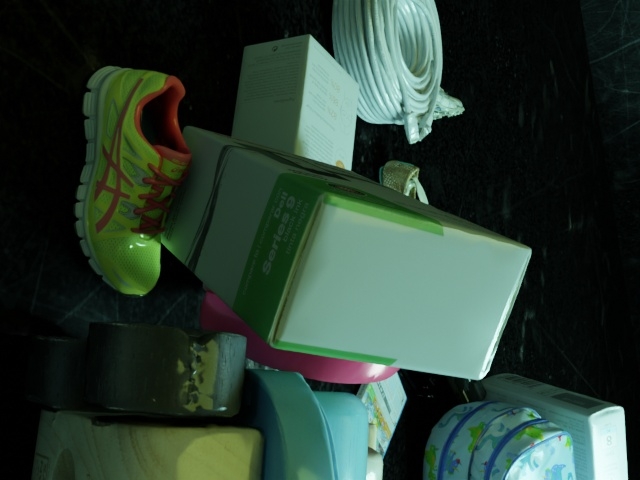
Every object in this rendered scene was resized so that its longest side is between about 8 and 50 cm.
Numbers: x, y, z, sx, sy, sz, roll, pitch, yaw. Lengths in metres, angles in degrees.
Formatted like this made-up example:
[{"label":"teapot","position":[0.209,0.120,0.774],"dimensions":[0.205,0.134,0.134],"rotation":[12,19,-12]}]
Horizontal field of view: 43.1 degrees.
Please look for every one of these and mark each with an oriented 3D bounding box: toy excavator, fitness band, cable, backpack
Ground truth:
[{"label":"toy excavator","position":[-0.047,0.214,0.721],"dimensions":[0.445,0.433,0.222],"rotation":[12,76,-31]},{"label":"fitness band","position":[-0.001,0.070,0.836],"dimensions":[0.291,0.209,0.054],"rotation":[-23,129,-71]},{"label":"cable","position":[0.105,-0.299,1.195],"dimensions":[0.257,0.089,0.257],"rotation":[62,37,-36]},{"label":"backpack","position":[0.304,0.445,1.356],"dimensions":[0.290,0.273,0.355],"rotation":[-8,81,-30]}]

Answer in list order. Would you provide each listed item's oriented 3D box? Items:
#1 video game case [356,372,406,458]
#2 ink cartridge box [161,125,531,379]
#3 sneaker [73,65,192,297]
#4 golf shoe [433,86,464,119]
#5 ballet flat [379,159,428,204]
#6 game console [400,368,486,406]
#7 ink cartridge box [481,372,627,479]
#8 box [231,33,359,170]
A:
[{"label":"video game case","position":[0.082,0.253,1.193],"dimensions":[0.166,0.015,0.119],"rotation":[-59,137,-45]},{"label":"ink cartridge box","position":[0.000,0.000,0.715],"dimensions":[0.211,0.289,0.121],"rotation":[13,100,-32]},{"label":"sneaker","position":[-0.156,-0.053,0.709],"dimensions":[0.081,0.094,0.208],"rotation":[-8,96,-62]},{"label":"golf shoe","position":[0.193,-0.247,1.373],"dimensions":[0.176,0.069,0.085],"rotation":[-19,99,-61]},{"label":"ballet flat","position":[0.138,-0.022,1.255],"dimensions":[0.073,0.067,0.206],"rotation":[-36,120,-57]},{"label":"game console","position":[0.224,0.214,1.422],"dimensions":[0.361,0.044,0.213],"rotation":[60,42,-39]},{"label":"ink cartridge box","position":[0.435,0.467,1.518],"dimensions":[0.091,0.308,0.384],"rotation":[-9,96,-26]},{"label":"box","position":[-0.029,-0.128,0.941],"dimensions":[0.130,0.091,0.170],"rotation":[32,60,-56]}]
